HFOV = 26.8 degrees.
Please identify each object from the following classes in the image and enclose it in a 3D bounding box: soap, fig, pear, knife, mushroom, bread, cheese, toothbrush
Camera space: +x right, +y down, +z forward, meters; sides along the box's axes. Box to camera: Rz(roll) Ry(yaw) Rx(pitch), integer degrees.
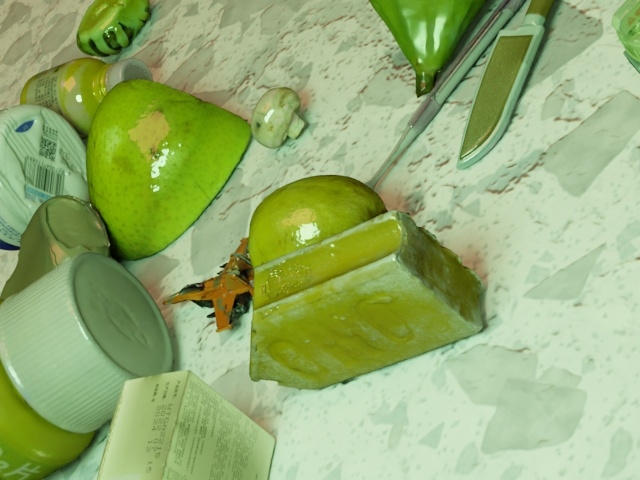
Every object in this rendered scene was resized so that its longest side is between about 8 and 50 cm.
[{"bbox_3d":[0.021,0.073,1.387,0.257,0.160,0.080,-24,45,32],"label":"soap"},{"bbox_3d":[0.151,-0.359,1.649,0.233,0.233,0.314,-29,84,25],"label":"fig"},{"bbox_3d":[0.000,0.000,1.486,0.162,0.149,0.149,-14,49,33],"label":"pear"},{"bbox_3d":[0.229,-0.228,1.548,0.061,0.027,0.343,6,66,44],"label":"knife"},{"bbox_3d":[-0.054,-0.158,1.749,0.084,0.067,0.083,-60,2,3],"label":"mushroom"},{"bbox_3d":[-0.259,-0.095,1.862,0.288,0.139,0.239,10,77,49],"label":"pear"},{"bbox_3d":[-0.339,-0.361,2.215,0.130,0.071,0.139,-5,53,40],"label":"bread"},{"bbox_3d":[-0.366,0.053,1.830,0.202,0.091,0.175,-51,46,30],"label":"cheese"},{"bbox_3d":[0.128,-0.162,1.597,0.354,0.024,0.029,-52,38,-2],"label":"toothbrush"}]

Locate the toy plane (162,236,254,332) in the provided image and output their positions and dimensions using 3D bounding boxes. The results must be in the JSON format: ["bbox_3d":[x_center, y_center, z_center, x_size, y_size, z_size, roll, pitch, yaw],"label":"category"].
[{"bbox_3d":[-0.123,0.061,1.640,0.188,0.062,0.135,-28,39,47],"label":"toy plane"}]

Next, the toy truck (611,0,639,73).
[{"bbox_3d":[0.371,-0.243,1.353,0.169,0.100,0.077,-39,39,14],"label":"toy truck"}]

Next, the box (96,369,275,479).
[{"bbox_3d":[-0.141,0.265,1.375,0.095,0.168,0.212,-15,48,33],"label":"box"}]

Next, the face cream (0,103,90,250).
[{"bbox_3d":[-0.431,-0.094,1.960,0.111,0.206,0.206,-16,48,36],"label":"face cream"}]

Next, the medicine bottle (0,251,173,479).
[{"bbox_3d":[-0.381,0.188,1.647,0.384,0.224,0.224,-33,39,20],"label":"medicine bottle"}]

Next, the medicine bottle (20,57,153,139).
[{"bbox_3d":[-0.352,-0.223,2.065,0.212,0.122,0.122,-13,50,39],"label":"medicine bottle"}]
